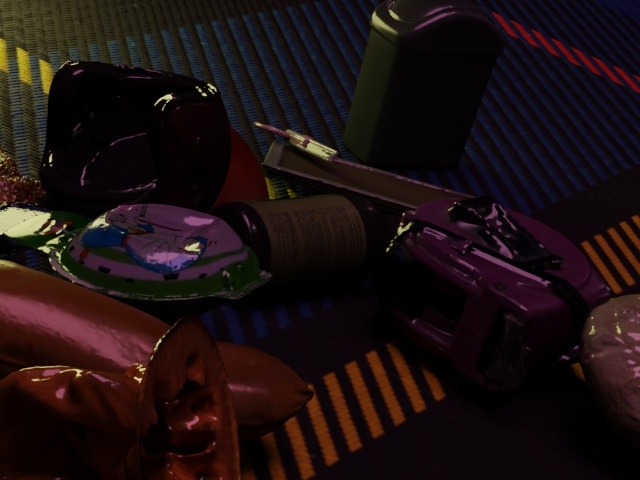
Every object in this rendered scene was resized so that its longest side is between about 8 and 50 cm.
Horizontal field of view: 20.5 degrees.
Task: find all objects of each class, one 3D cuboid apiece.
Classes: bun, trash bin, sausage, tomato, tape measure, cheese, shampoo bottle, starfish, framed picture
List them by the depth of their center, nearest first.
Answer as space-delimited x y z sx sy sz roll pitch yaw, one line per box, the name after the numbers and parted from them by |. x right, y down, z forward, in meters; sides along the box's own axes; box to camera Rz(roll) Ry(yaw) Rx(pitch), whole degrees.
-0.182 0.112 1.581 0.353 0.116 0.134 18 11 -5 | sausage
-0.199 0.008 1.715 0.320 0.083 0.204 16 24 25 | cheese
0.370 0.136 1.802 0.222 0.127 0.222 33 30 -22 | bun
-0.347 -0.060 1.905 0.240 0.043 0.227 13 27 -40 | starfish
0.190 0.052 1.908 0.245 0.149 0.231 31 28 28 | tape measure
0.000 0.000 1.959 0.283 0.101 0.101 -6 32 -42 | shampoo bottle
-0.151 -0.098 2.070 0.228 0.112 0.199 23 22 8 | tomato
0.073 -0.065 2.196 0.293 0.018 0.231 16 11 -1 | framed picture
0.138 -0.216 2.352 0.176 0.236 0.101 -2 29 -35 | trash bin

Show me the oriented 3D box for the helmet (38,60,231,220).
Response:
-0.194 -0.094 1.887 0.189 0.193 0.216 20 57 33 | helmet

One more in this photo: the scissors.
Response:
-0.021 -0.123 2.241 0.085 0.022 0.176 18 6 -29 | scissors

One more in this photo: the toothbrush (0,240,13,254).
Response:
-0.364 0.028 1.764 0.019 0.016 0.219 28 26 18 | toothbrush

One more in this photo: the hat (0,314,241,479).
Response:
-0.204 0.189 1.396 0.233 0.244 0.233 -8 -12 14 | hat
